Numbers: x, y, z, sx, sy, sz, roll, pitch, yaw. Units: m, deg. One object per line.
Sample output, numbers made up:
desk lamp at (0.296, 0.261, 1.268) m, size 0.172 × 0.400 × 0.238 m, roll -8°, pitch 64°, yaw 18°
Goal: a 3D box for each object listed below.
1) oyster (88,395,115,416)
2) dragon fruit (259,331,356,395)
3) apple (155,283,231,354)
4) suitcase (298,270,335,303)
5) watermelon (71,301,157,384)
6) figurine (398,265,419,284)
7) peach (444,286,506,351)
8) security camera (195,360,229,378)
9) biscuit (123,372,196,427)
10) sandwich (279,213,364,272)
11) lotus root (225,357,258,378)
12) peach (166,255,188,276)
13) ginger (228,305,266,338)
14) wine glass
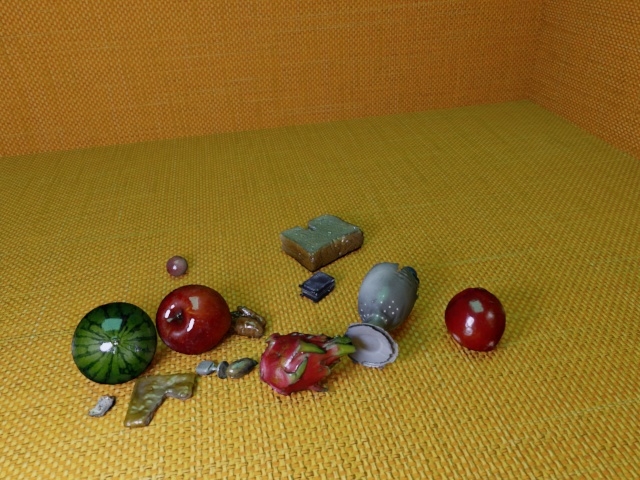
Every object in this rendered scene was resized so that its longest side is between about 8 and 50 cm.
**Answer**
oyster at (-0.608, 0.466, 1.459) m, size 0.054 × 0.019 × 0.083 m, roll 9°, pitch 36°, yaw 21°
dragon fruit at (-0.045, 0.343, 1.486) m, size 0.269 × 0.198 × 0.200 m, roll -12°, pitch -11°, yaw -23°
apple at (-0.392, 0.243, 1.611) m, size 0.219 × 0.201 × 0.218 m, roll -10°, pitch 65°, yaw 22°
suitcase at (-0.009, 0.164, 1.853) m, size 0.086 × 0.059 × 0.126 m, roll 23°, pitch 40°, yaw 32°
watermelon at (-0.598, 0.298, 1.517) m, size 0.243 × 0.242 × 0.242 m, roll -2°, pitch 32°, yaw 1°
figurine at (0.288, 0.147, 1.865) m, size 0.136 × 0.077 × 0.079 m, roll -27°, pitch 2°, yaw -10°
peach at (0.477, 0.244, 1.588) m, size 0.198 × 0.197 × 0.197 m, roll -2°, pitch 32°, yaw 1°
security camera at (-0.325, 0.383, 1.552) m, size 0.092 × 0.058 × 0.058 m, roll 0°, pitch 30°, yaw 27°
biscuit at (-0.446, 0.443, 1.464) m, size 0.184 × 0.038 × 0.174 m, roll -7°, pitch 31°, yaw -4°
sandwich at (0.000, -0.001, 2.086) m, size 0.273 × 0.095 × 0.249 m, roll -25°, pitch 35°, yaw -30°
lotus root at (-0.233, 0.375, 1.542) m, size 0.099 × 0.054 × 0.049 m, roll -19°, pitch 57°, yaw -23°
peach at (-0.548, 0.098, 1.981) m, size 0.083 × 0.083 × 0.083 m, roll -2°, pitch 32°, yaw 1°
ginger at (-0.250, 0.262, 1.703) m, size 0.162 × 0.073 × 0.103 m, roll 6°, pitch 32°, yaw 15°
wine glass at (0.192, 0.220, 1.632) m, size 0.191 × 0.190 × 0.357 m, roll 9°, pitch 33°, yaw 18°
